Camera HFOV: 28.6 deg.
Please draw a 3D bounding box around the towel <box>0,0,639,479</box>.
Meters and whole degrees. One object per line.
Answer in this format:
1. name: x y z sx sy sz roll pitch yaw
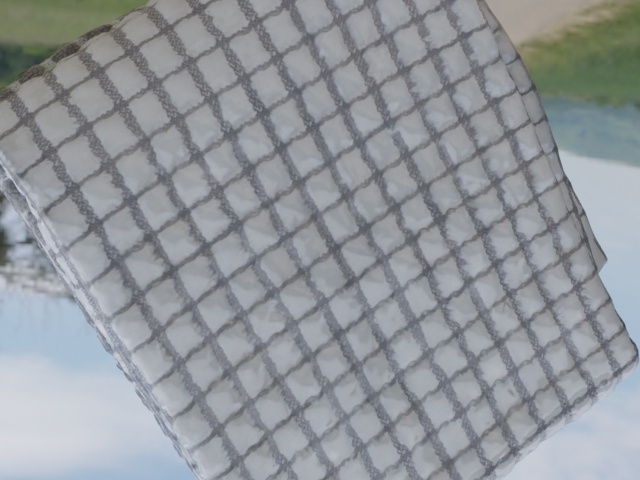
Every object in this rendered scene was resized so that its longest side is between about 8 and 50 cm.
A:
1. towel: 0.000 0.000 0.601 0.235 0.283 0.121 -36 -161 -17
